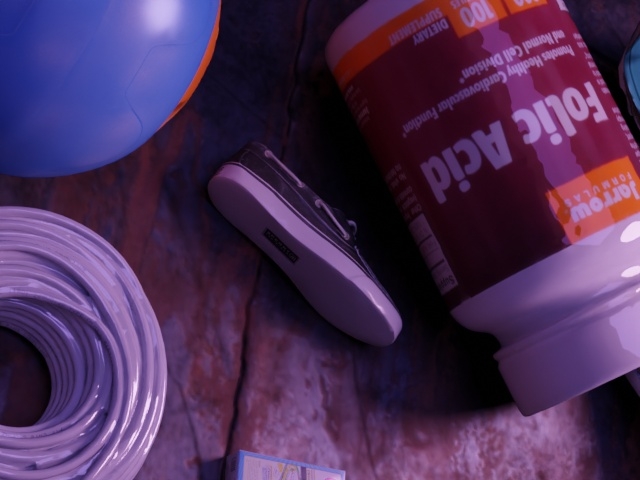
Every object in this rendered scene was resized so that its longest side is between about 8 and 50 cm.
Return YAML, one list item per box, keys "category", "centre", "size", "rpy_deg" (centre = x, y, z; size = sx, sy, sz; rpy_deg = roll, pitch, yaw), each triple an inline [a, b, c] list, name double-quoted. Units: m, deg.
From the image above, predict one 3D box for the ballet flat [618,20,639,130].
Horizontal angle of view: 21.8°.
- category: "ballet flat"
  centre: [0.467, -0.092, 1.781]
  size: [0.409, 0.147, 0.147]
  rpy_deg: [47, 55, -9]

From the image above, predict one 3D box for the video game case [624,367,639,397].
- category: "video game case"
  centre: [0.442, 0.145, 1.638]
  size: [0.269, 0.061, 0.244]
  rpy_deg: [-8, 51, -32]

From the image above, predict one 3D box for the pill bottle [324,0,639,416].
- category: "pill bottle"
  centre: [0.181, -0.054, 1.517]
  size: [0.224, 0.224, 0.392]
  rpy_deg: [-22, 82, -35]

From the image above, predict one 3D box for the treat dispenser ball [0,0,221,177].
- category: "treat dispenser ball"
  centre: [-0.221, -0.194, 1.300]
  size: [0.288, 0.288, 0.288]
  rpy_deg: [11, 65, -26]

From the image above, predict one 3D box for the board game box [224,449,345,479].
- category: "board game box"
  centre: [-0.033, 0.261, 1.387]
  size: [0.103, 0.026, 0.154]
  rpy_deg: [15, 64, -24]

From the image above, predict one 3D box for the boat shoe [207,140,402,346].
- category: "boat shoe"
  centre: [0.000, 0.000, 1.481]
  size: [0.219, 0.078, 0.070]
  rpy_deg: [45, 56, -5]

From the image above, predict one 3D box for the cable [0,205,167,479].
- category: "cable"
  centre: [-0.244, 0.103, 1.290]
  size: [0.257, 0.089, 0.257]
  rpy_deg: [-32, 87, -36]
